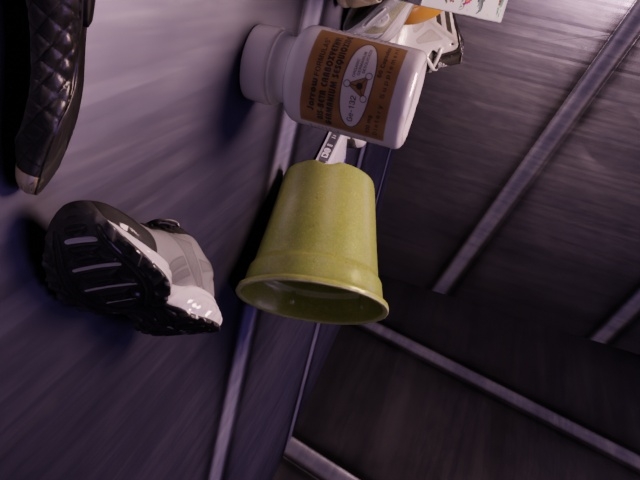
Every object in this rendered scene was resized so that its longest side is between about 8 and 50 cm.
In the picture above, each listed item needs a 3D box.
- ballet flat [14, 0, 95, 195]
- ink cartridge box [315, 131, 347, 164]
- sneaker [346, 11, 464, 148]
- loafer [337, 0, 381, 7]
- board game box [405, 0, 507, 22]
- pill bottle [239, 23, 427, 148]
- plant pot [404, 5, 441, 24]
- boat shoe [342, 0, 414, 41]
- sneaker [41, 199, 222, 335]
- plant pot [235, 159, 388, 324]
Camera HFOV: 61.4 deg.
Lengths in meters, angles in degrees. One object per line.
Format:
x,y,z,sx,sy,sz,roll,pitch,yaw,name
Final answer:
-0.188,-0.114,0.365,0.057,0.049,0.173,-117,-137,-64,ballet flat
0.013,-0.149,1.344,0.206,0.045,0.208,93,16,-54,ink cartridge box
0.213,-0.430,1.357,0.169,0.257,0.448,-18,125,-78,sneaker
0.087,-0.546,0.960,0.269,0.092,0.102,94,16,-52,loafer
0.137,-0.414,0.820,0.303,0.224,0.098,-24,134,-50,board game box
0.016,-0.214,0.724,0.131,0.229,0.131,17,90,-80,pill bottle
0.191,-0.618,1.178,0.188,0.205,0.205,39,68,-62,plant pot
0.148,-0.522,1.048,0.320,0.103,0.118,-49,-125,56,boat shoe
-0.174,0.021,0.529,0.271,0.100,0.108,71,13,-68,sneaker
0.000,0.000,1.012,0.276,0.276,0.254,82,15,-67,plant pot
